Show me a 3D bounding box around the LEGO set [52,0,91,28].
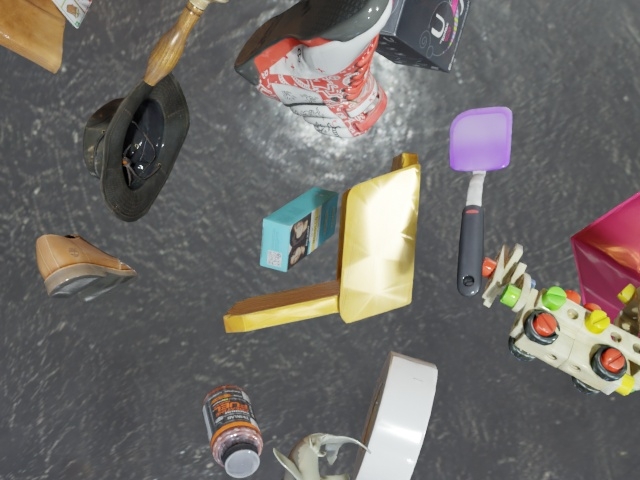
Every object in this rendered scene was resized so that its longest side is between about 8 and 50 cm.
[{"bbox_3d":[-0.319,-0.383,0.991,0.060,0.244,0.182,9,69,24],"label":"LEGO set"}]

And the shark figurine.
[{"bbox_3d":[-0.028,0.359,1.361,0.166,0.116,0.278,42,19,-7],"label":"shark figurine"}]

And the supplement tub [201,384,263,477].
[{"bbox_3d":[-0.175,0.387,1.799,0.106,0.106,0.198,12,23,-23],"label":"supplement tub"}]

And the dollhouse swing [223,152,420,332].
[{"bbox_3d":[0.000,0.000,1.564,0.305,0.347,0.315,4,93,1],"label":"dollhouse swing"}]

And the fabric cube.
[{"bbox_3d":[0.686,0.079,1.740,0.254,0.258,0.259,-33,126,-13],"label":"fabric cube"}]

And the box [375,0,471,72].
[{"bbox_3d":[0.171,-0.455,1.781,0.270,0.143,0.165,10,96,-58],"label":"box"}]

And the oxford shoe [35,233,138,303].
[{"bbox_3d":[-0.278,0.029,1.076,0.076,0.212,0.076,-30,79,1],"label":"oxford shoe"}]

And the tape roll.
[{"bbox_3d":[0.151,0.373,1.822,0.100,0.286,0.286,17,62,3],"label":"tape roll"}]

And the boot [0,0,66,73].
[{"bbox_3d":[-0.430,-0.257,1.006,0.280,0.096,0.264,28,32,-33],"label":"boot"}]

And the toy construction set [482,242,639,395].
[{"bbox_3d":[0.376,0.105,1.277,0.328,0.151,0.215,20,55,14],"label":"toy construction set"}]

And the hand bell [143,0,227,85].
[{"bbox_3d":[-0.183,-0.322,1.259,0.126,0.242,0.126,33,19,-14],"label":"hand bell"}]

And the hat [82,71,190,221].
[{"bbox_3d":[-0.409,-0.212,1.861,0.134,0.331,0.331,16,58,18],"label":"hat"}]

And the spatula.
[{"bbox_3d":[0.196,-0.054,1.132,0.084,0.030,0.296,-1,52,18],"label":"spatula"}]

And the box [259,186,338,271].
[{"bbox_3d":[-0.040,-0.027,1.815,0.060,0.100,0.244,14,24,20],"label":"box"}]

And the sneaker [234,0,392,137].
[{"bbox_3d":[0.029,-0.182,0.913,0.145,0.270,0.090,35,71,-24],"label":"sneaker"}]
